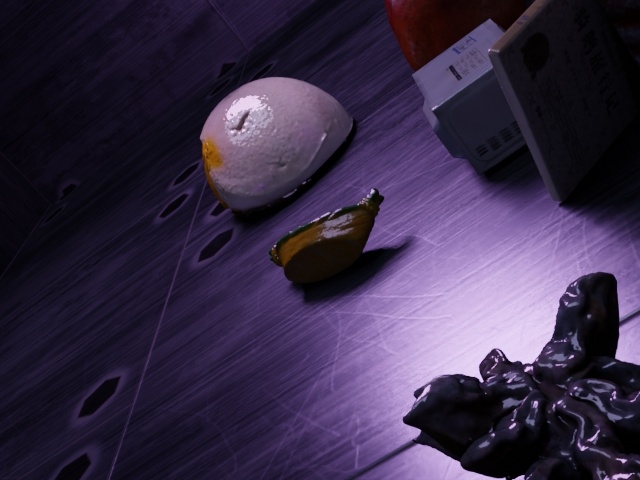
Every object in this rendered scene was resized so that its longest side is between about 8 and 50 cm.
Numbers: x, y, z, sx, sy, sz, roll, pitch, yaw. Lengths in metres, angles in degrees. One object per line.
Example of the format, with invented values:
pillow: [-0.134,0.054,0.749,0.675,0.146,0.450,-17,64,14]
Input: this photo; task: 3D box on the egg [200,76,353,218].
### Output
egg: [-0.107,-0.210,1.809,0.337,0.201,0.337,-33,23,16]

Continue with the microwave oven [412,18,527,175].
microwave oven: [0.227,-0.200,1.294,0.162,0.122,0.208,-36,20,13]

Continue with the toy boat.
toy boat: [0.000,0.000,1.325,0.229,0.089,0.088,-29,36,37]

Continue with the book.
book: [0.321,-0.223,1.045,0.310,0.217,0.021,-47,37,-18]

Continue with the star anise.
star anise: [0.174,0.133,0.707,0.212,0.129,0.283,-23,24,-3]

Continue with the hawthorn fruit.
hawthorn fruit: [0.209,-0.390,1.535,0.224,0.261,0.224,-33,28,20]

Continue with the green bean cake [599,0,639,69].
green bean cake: [0.420,-0.278,1.013,0.232,0.198,0.097,-44,22,-22]
